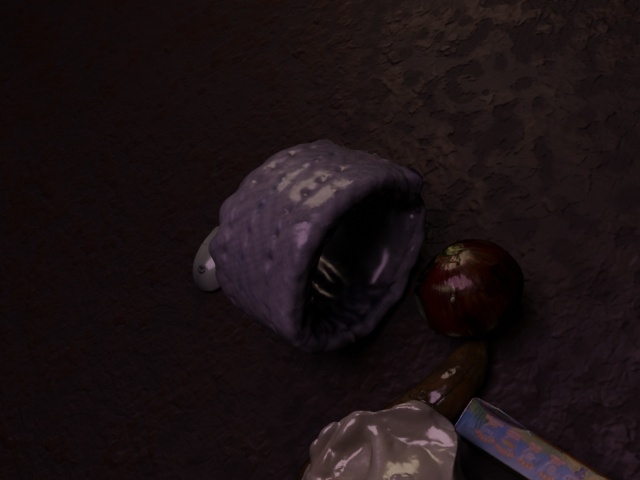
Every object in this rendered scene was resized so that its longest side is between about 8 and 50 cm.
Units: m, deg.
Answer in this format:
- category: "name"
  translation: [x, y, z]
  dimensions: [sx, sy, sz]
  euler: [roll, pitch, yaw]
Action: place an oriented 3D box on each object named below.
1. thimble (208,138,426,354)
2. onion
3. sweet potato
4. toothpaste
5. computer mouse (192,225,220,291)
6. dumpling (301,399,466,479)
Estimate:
- category: "thimble"
  translation: [0.000, 0.000, 0.970]
  dimensions: [0.157, 0.217, 0.245]
  euler: [26, 65, 38]
- category: "onion"
  translation: [0.169, 0.054, 0.906]
  dimensions: [0.118, 0.119, 0.117]
  euler: [0, 49, 31]
- category: "sweet potato"
  translation: [0.083, 0.206, 0.895]
  dimensions: [0.273, 0.075, 0.075]
  euler: [-40, 50, 3]
- category: "toothpaste"
  translation: [0.218, 0.221, 0.802]
  dimensions: [0.193, 0.070, 0.044]
  euler: [28, 78, 39]
- category: "computer mouse"
  translation: [-0.151, 0.018, 1.169]
  dimensions: [0.056, 0.032, 0.110]
  euler: [6, 67, 33]
- category: "dumpling"
  translation: [0.057, 0.287, 0.807]
  dimensions: [0.193, 0.147, 0.258]
  euler: [-3, 87, 18]
